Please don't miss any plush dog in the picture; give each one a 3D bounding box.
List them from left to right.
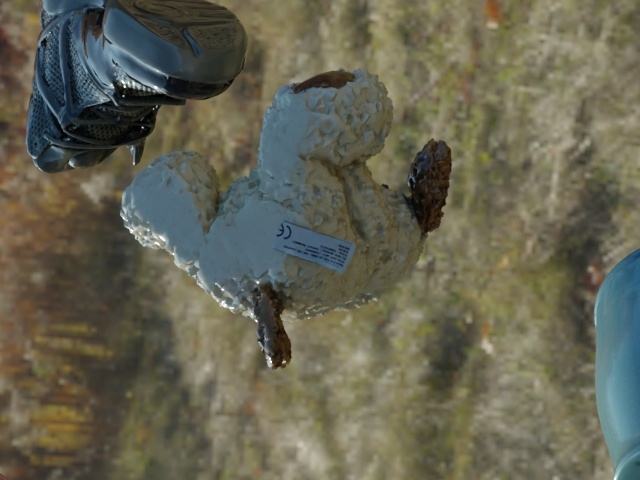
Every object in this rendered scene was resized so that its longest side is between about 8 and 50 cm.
[{"bbox_3d":[0.000,0.000,1.198,0.262,0.225,0.211,-27,73,31],"label":"plush dog"}]

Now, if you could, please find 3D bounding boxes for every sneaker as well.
[{"bbox_3d":[-0.115,-0.091,0.874,0.227,0.087,0.130,28,113,54],"label":"sneaker"}]

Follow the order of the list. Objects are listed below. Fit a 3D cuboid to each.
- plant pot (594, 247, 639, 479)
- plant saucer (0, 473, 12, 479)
[{"bbox_3d":[0.413,0.176,1.520,0.272,0.271,0.255,112,178,-46],"label":"plant pot"},{"bbox_3d":[-0.203,0.175,0.802,0.259,0.258,0.048,-32,30,54],"label":"plant saucer"}]
